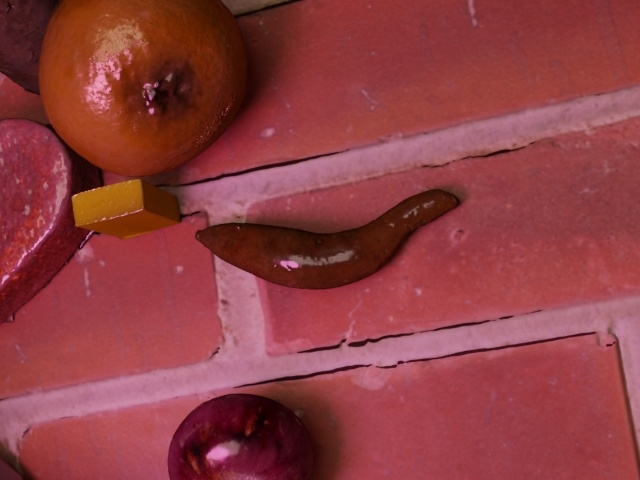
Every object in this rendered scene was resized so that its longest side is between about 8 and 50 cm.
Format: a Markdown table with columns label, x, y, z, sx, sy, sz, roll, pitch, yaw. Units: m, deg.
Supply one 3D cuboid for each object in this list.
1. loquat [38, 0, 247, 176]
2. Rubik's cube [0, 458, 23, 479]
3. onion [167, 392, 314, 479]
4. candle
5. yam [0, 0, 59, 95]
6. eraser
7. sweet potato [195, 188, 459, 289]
| label | x | y | z | sx | sy | sz | roll | pitch | yaw |
| --- | --- | --- | --- | --- | --- | --- | --- | --- | --- |
| loquat | -0.220 | -0.209 | 1.460 | 0.263 | 0.263 | 0.263 | -2 | 82 | 16 |
| Rubik's cube | -0.550 | 0.410 | 1.396 | 0.344 | 0.347 | 0.346 | 40 | 95 | 5 |
| onion | -0.096 | 0.267 | 1.415 | 0.177 | 0.177 | 0.153 | -61 | 30 | 2 |
| candle | -0.465 | -0.027 | 1.575 | 0.317 | 0.131 | 0.287 | 4 | 87 | 18 |
| yam | -0.395 | -0.299 | 1.528 | 0.161 | 0.268 | 0.161 | -5 | 71 | 16 |
| eraser | -0.248 | -0.038 | 1.514 | 0.097 | 0.122 | 0.045 | -14 | 78 | 13 |
| sweet potato | 0.004 | 0.006 | 1.461 | 0.346 | 0.079 | 0.108 | -8 | 68 | 12 |
